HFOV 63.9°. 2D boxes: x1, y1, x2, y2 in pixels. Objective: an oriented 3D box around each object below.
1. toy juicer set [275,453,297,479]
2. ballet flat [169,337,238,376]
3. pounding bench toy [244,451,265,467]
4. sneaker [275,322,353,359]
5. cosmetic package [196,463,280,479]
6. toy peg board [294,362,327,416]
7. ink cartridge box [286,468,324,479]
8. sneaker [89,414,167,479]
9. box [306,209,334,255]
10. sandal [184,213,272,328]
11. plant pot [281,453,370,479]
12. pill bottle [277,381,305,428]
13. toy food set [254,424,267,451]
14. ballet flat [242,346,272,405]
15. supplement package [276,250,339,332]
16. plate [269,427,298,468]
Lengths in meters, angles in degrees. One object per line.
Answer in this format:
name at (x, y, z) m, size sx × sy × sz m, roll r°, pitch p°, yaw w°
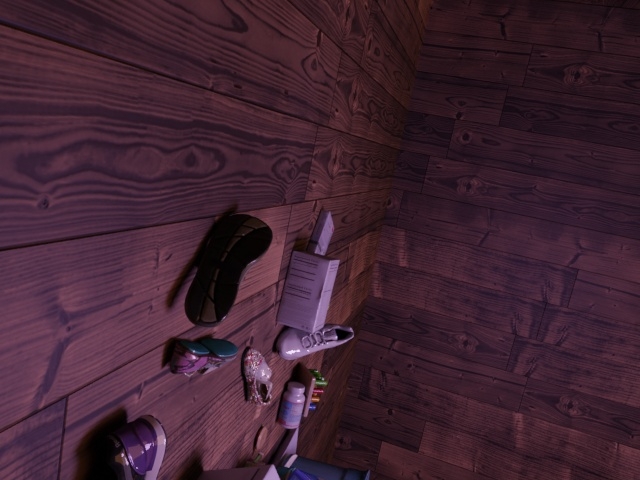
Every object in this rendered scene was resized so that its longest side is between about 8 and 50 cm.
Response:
toy juicer set at (-0.169, 0.903, 1.844) m, size 0.209 × 0.090 × 0.329 m, roll -57°, pitch 162°, yaw -2°
ballet flat at (-0.262, 0.260, 1.129) m, size 0.079 × 0.077 × 0.221 m, roll -58°, pitch 160°, yaw 2°
pounding bench toy at (-0.223, 0.764, 1.744) m, size 0.065 × 0.052 × 0.083 m, roll 55°, pitch 51°, yaw -70°
sneaker at (-0.017, 0.335, 1.778) m, size 0.297 × 0.129 × 0.110 m, roll -10°, pitch 80°, yaw -35°
cosmetic package at (-0.201, 0.710, 1.298) m, size 0.223 × 0.225 × 0.138 m, roll 69°, pitch 25°, yaw -10°
toy peg board at (-0.041, 0.596, 2.054) m, size 0.161 × 0.079 × 0.160 m, roll -155°, pitch -104°, yaw -68°
ink cartridge box at (-0.083, 0.887, 1.618) m, size 0.270 × 0.151 × 0.395 m, roll -49°, pitch 150°, yaw -14°
sneaker at (-0.364, 0.457, 0.908) m, size 0.124 × 0.107 × 0.283 m, roll -6°, pitch 106°, yaw -59°
box at (0.000, 0.000, 1.898) m, size 0.145 × 0.038 × 0.186 m, roll 72°, pitch 36°, yaw -64°
sandal at (-0.206, 0.057, 1.103) m, size 0.086 × 0.120 × 0.302 m, roll -49°, pitch -169°, yaw 53°
plant pot at (-0.010, 1.039, 2.055) m, size 0.341 × 0.335 × 0.340 m, roll 14°, pitch 90°, yaw -76°
pill bottle at (-0.109, 0.633, 1.978) m, size 0.087 × 0.087 × 0.160 m, roll -6°, pitch 109°, yaw -74°
toy food set at (-0.208, 0.691, 1.795) m, size 0.082 × 0.020 × 0.083 m, roll -54°, pitch 153°, yaw -56°
ballet flat at (-0.180, 0.409, 1.532) m, size 0.091 × 0.077 × 0.240 m, roll -60°, pitch 158°, yaw -45°
supplement package at (-0.040, 0.165, 1.711) m, size 0.139 × 0.134 × 0.243 m, roll 5°, pitch 99°, yaw -75°
plate at (-0.171, 0.961, 2.134) m, size 0.277 × 0.045 × 0.277 m, roll -50°, pitch 150°, yaw -60°
